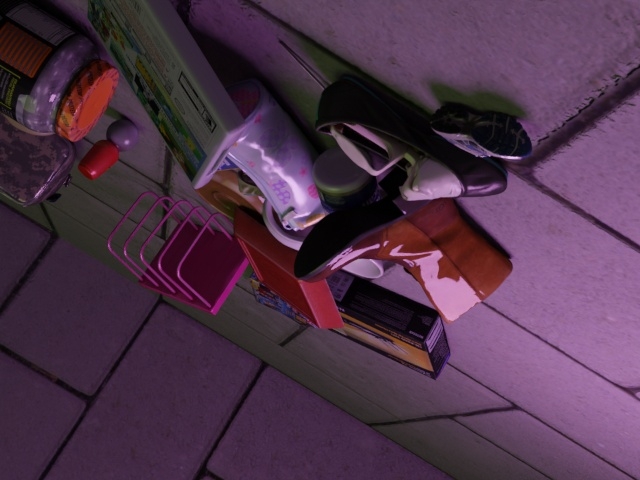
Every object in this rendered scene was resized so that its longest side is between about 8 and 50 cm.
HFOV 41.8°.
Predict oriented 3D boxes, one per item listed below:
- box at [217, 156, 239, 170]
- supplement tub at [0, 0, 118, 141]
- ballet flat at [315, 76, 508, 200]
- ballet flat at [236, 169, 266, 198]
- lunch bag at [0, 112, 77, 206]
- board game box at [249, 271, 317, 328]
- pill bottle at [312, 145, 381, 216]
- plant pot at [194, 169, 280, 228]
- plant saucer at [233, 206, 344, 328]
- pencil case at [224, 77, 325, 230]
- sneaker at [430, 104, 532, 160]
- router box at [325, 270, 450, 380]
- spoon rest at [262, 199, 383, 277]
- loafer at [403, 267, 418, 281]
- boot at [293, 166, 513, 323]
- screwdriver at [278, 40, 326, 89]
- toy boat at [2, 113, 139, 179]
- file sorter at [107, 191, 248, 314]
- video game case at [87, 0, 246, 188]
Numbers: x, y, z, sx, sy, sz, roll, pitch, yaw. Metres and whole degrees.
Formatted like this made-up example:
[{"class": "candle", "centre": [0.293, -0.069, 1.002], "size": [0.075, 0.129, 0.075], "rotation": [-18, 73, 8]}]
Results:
[{"class": "box", "centre": [-0.186, -0.166, 1.544], "size": [0.059, 0.054, 0.169], "rotation": [41, 159, -27]}, {"class": "supplement tub", "centre": [-0.527, -0.317, 1.462], "size": [0.316, 0.193, 0.193], "rotation": [32, 162, -1]}, {"class": "ballet flat", "centre": [0.114, -0.112, 1.135], "size": [0.280, 0.096, 0.095], "rotation": [30, 161, 3]}, {"class": "ballet flat", "centre": [-0.105, -0.108, 1.574], "size": [0.168, 0.057, 0.052], "rotation": [7, 123, 47]}, {"class": "lunch bag", "centre": [-0.759, -0.229, 2.074], "size": [0.305, 0.212, 0.256], "rotation": [36, 178, -11]}, {"class": "board game box", "centre": [-0.082, 0.152, 2.208], "size": [0.194, 0.060, 0.194], "rotation": [26, 161, 11]}, {"class": "pill bottle", "centre": [0.049, -0.063, 1.336], "size": [0.094, 0.094, 0.169], "rotation": [21, 151, 29]}, {"class": "plant pot", "centre": [-0.189, -0.090, 1.784], "size": [0.236, 0.032, 0.236], "rotation": [27, 162, 10]}, {"class": "plant saucer", "centre": [-0.077, 0.073, 1.792], "size": [0.258, 0.048, 0.259], "rotation": [35, 162, 31]}, {"class": "pencil case", "centre": [-0.077, -0.132, 1.344], "size": [0.113, 0.124, 0.273], "rotation": [32, 166, 44]}, {"class": "sneaker", "centre": [0.205, -0.129, 1.040], "size": [0.135, 0.052, 0.058], "rotation": [28, 173, 34]}, {"class": "router box", "centre": [0.134, 0.186, 1.916], "size": [0.309, 0.081, 0.243], "rotation": [23, 160, 25]}, {"class": "spoon rest", "centre": [0.000, 0.000, 1.638], "size": [0.276, 0.084, 0.137], "rotation": [32, 162, -1]}, {"class": "loafer", "centre": [0.184, 0.039, 1.437], "size": [0.251, 0.087, 0.094], "rotation": [41, 160, -27]}, {"class": "boot", "centre": [0.130, 0.038, 1.312], "size": [0.280, 0.264, 0.096], "rotation": [45, -174, -35]}, {"class": "screwdriver", "centre": [0.001, -0.218, 1.172], "size": [0.170, 0.024, 0.025], "rotation": [44, -172, -16]}, {"class": "toy boat", "centre": [-0.526, -0.272, 1.707], "size": [0.318, 0.148, 0.267], "rotation": [42, 155, -10]}, {"class": "file sorter", "centre": [-0.345, 0.017, 2.045], "size": [0.291, 0.202, 0.182], "rotation": [16, 155, 40]}, {"class": "video game case", "centre": [-0.232, -0.252, 1.208], "size": [0.329, 0.036, 0.300], "rotation": [58, 160, 0]}]
